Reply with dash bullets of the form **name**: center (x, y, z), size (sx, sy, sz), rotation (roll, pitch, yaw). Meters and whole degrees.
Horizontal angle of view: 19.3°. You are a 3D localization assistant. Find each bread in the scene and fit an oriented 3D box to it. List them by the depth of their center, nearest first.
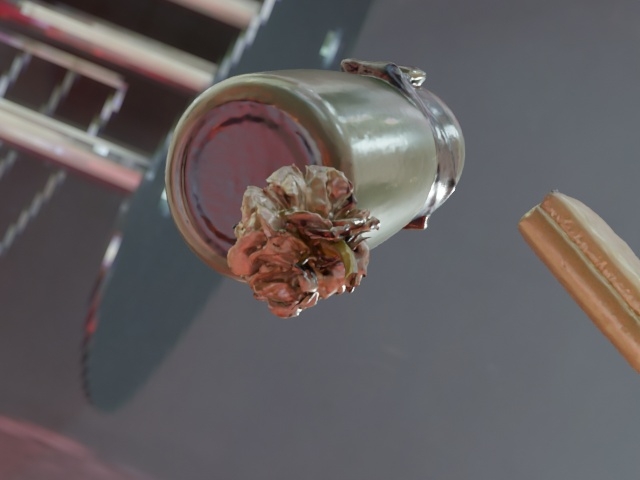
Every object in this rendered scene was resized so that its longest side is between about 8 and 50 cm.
- **bread**: center (0.253, 0.039, 1.625), size (0.060, 0.178, 0.139), rotation (-44, 165, 13)

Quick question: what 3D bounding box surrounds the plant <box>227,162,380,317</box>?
- **plant**: center (0.000, 0.000, 1.319), size (0.116, 0.122, 0.104), rotation (-48, 124, -21)

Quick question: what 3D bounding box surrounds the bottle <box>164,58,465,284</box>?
- **bottle**: center (0.013, -0.067, 1.590), size (0.347, 0.168, 0.168), rotation (-19, 131, -65)
